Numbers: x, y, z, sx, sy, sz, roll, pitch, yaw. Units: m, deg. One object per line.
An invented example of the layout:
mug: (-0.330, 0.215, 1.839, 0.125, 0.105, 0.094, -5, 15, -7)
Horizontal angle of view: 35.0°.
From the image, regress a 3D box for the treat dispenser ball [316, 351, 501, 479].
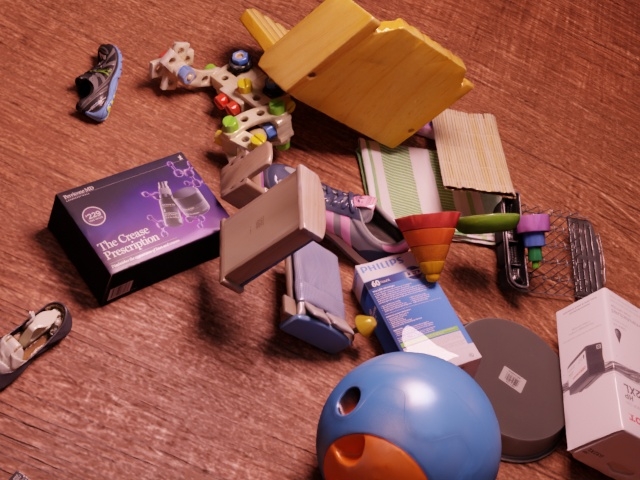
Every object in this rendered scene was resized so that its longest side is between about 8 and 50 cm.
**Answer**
treat dispenser ball: (0.137, 0.317, 1.587, 0.288, 0.288, 0.288, 13, 51, -16)

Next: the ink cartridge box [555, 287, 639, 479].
ink cartridge box: (0.567, 0.278, 1.890, 0.223, 0.129, 0.307, 30, 45, -27)

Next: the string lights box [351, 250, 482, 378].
string lights box: (0.169, 0.146, 1.836, 0.133, 0.077, 0.260, -15, 54, -16)

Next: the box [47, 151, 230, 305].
box: (-0.310, -0.027, 1.771, 0.261, 0.103, 0.184, -25, 65, -37)

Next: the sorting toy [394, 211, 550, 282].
sorting toy: (0.299, 0.014, 1.911, 0.365, 0.127, 0.126, 0, 83, -36)

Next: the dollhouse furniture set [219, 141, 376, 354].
dollhouse furniture set: (0.000, 0.000, 1.777, 0.303, 0.198, 0.286, 32, 39, -37)

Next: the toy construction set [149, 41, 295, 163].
toy construction set: (-0.179, -0.268, 1.996, 0.215, 0.151, 0.328, -38, 73, -21)

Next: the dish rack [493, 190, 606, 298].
dish rack: (0.480, 0.020, 2.093, 0.271, 0.074, 0.208, 8, 68, -21)

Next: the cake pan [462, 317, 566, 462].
cake pan: (0.343, 0.265, 1.882, 0.293, 0.054, 0.293, 13, 51, -16)

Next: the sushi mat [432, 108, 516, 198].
sushi mat: (0.317, -0.192, 2.145, 0.151, 0.019, 0.316, 6, 38, -5)

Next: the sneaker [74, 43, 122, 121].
sneaker: (-0.429, -0.314, 1.956, 0.078, 0.067, 0.188, 18, 52, -20)

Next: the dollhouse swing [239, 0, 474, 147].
dollhouse swing: (0.063, -0.396, 2.030, 0.347, 0.315, 0.305, 21, 42, -46)

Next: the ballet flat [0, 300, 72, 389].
ballet flat: (-0.465, 0.160, 1.575, 0.074, 0.074, 0.203, 41, 49, 9)

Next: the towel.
towel: (0.240, -0.103, 2.128, 0.325, 0.038, 0.248, 5, 52, -22)

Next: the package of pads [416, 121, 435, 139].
package of pads: (0.249, -0.248, 2.246, 0.083, 0.032, 0.050, 18, 49, -12)

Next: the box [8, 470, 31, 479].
box: (-0.435, 0.381, 1.452, 0.067, 0.018, 0.083, 34, 48, 3)

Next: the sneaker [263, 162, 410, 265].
sneaker: (0.038, -0.066, 1.915, 0.319, 0.131, 0.112, 32, 47, -13)
